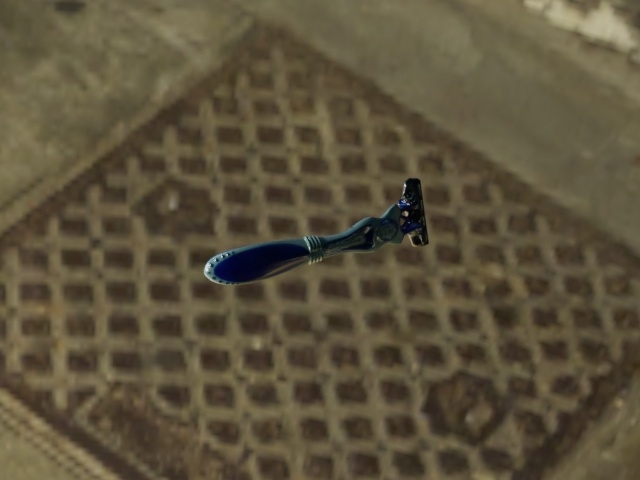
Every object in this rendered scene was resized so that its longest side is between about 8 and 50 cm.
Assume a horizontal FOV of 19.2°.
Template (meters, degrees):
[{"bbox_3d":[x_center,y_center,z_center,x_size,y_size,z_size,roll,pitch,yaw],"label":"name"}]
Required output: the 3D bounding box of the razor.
[{"bbox_3d":[0.003,0.001,1.128,0.154,0.044,0.028,-15,16,-29],"label":"razor"}]
